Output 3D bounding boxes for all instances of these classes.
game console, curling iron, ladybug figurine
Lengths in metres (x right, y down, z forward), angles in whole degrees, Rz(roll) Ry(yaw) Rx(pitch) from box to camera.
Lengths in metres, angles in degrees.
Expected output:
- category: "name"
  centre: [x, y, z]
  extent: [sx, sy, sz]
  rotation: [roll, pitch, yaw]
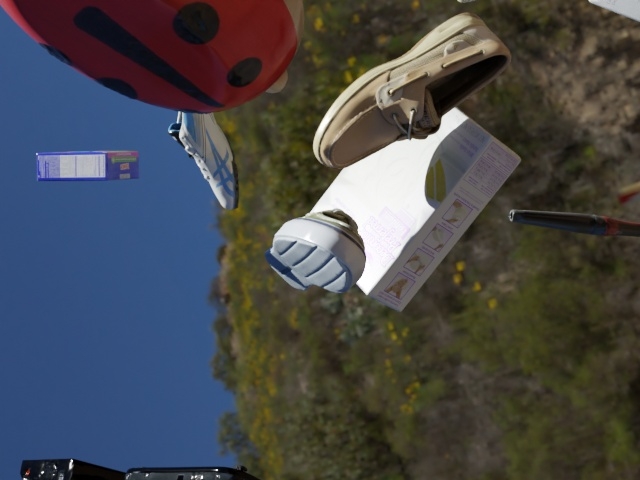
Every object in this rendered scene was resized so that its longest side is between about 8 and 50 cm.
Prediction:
- category: "game console"
  centre: [-0.172, 0.290, 1.312]
  extent: [0.213, 0.361, 0.043]
  rotation: [26, -116, -40]
- category: "curling iron"
  centre: [0.403, -0.034, 1.636]
  extent: [0.035, 0.274, 0.068]
  rotation: [118, 149, -73]
- category: "ladybug figurine"
  centre: [-0.209, -0.284, 1.303]
  extent: [0.449, 0.305, 0.161]
  rotation: [30, -132, -29]

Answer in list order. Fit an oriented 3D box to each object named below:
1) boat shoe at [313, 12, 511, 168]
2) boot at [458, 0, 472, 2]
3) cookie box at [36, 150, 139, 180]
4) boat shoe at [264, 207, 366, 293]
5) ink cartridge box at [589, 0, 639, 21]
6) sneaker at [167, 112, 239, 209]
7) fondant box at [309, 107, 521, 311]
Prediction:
- category: "boat shoe"
  centre: [0.140, -0.218, 1.784]
  extent: [0.110, 0.341, 0.121]
  rotation: [55, -174, 36]
- category: "boot"
  centre: [0.256, -0.415, 1.684]
  extent: [0.059, 0.158, 0.084]
  rotation: [61, -173, 31]
- category: "cookie box"
  centre: [-0.312, -0.100, 1.533]
  extent: [0.092, 0.107, 0.040]
  rotation: [-14, -76, -72]
- category: "boat shoe"
  centre: [0.000, 0.000, 1.430]
  extent: [0.109, 0.094, 0.302]
  rotation: [43, 168, -9]
- category: "ink cartridge box"
  centre: [0.375, -0.333, 1.469]
  extent: [0.060, 0.239, 0.275]
  rotation: [-70, -14, 18]
- category: "sneaker"
  centre: [-0.186, -0.153, 1.787]
  extent: [0.085, 0.086, 0.237]
  rotation: [-113, 3, -67]
- category: "fondant box"
  centre: [0.148, -0.081, 1.932]
  extent: [0.096, 0.330, 0.238]
  rotation: [27, -166, -42]
